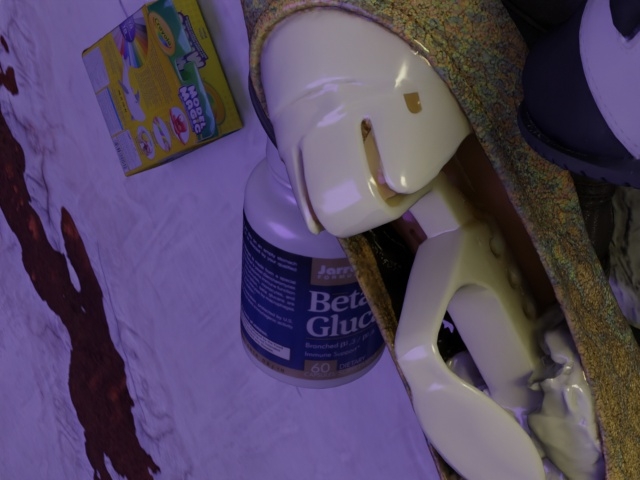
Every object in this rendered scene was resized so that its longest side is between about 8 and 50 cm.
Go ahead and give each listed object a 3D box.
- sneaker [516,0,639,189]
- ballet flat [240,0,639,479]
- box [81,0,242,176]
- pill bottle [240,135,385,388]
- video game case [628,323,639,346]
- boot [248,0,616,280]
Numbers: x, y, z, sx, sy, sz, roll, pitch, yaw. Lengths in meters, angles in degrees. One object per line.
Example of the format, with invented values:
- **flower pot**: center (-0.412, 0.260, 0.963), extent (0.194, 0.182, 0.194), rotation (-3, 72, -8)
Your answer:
- **sneaker**: center (0.150, -0.082, 0.451), extent (0.330, 0.122, 0.146), rotation (-153, 58, -74)
- **ballet flat**: center (0.049, -0.004, 0.643), extent (0.123, 0.123, 0.348), rotation (4, 125, 61)
- **box**: center (-0.114, -0.112, 1.097), extent (0.179, 0.043, 0.105), rotation (-12, 98, 66)
- **pill bottle**: center (0.000, 0.000, 0.909), extent (0.094, 0.094, 0.169), rotation (46, 146, 37)
- **video game case**: center (0.222, 0.199, 0.713), extent (0.248, 0.035, 0.275), rotation (26, 131, 53)
- **boot**: center (0.072, -0.103, 0.719), extent (0.263, 0.091, 0.229), rotation (38, 141, 29)
